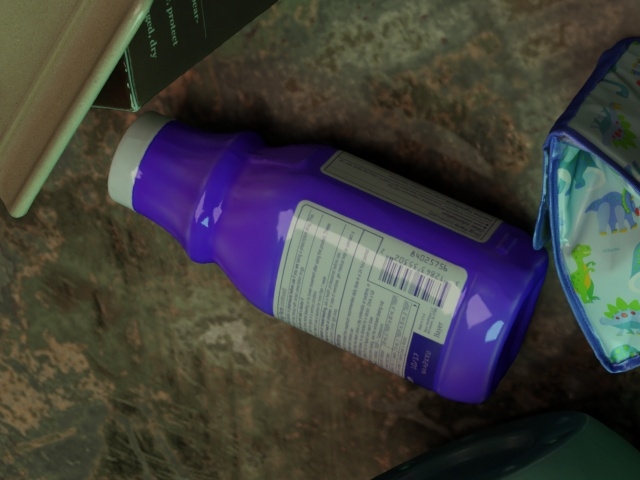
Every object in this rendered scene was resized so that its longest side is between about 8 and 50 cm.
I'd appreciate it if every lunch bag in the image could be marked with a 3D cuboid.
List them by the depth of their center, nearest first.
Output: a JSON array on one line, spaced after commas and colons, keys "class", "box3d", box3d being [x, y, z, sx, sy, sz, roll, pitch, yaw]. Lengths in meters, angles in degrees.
[{"class": "lunch bag", "box3d": [0.180, -0.023, 0.947, 0.096, 0.129, 0.151, -14, 112, 34]}]

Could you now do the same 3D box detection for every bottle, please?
[{"class": "bottle", "box3d": [0.000, 0.000, 1.086, 0.283, 0.092, 0.118, 24, 127, 15]}]

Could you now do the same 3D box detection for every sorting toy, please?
[{"class": "sorting toy", "box3d": [-0.182, -0.133, 0.873, 0.196, 0.047, 0.348, 44, 130, 5]}]

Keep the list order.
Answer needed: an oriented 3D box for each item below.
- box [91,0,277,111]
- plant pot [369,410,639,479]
[{"class": "box", "box3d": [-0.136, -0.193, 0.970, 0.168, 0.203, 0.167, 7, 121, 26]}, {"class": "plant pot", "box3d": [0.126, 0.246, 1.058, 0.293, 0.293, 0.235, -21, 92, 37]}]
